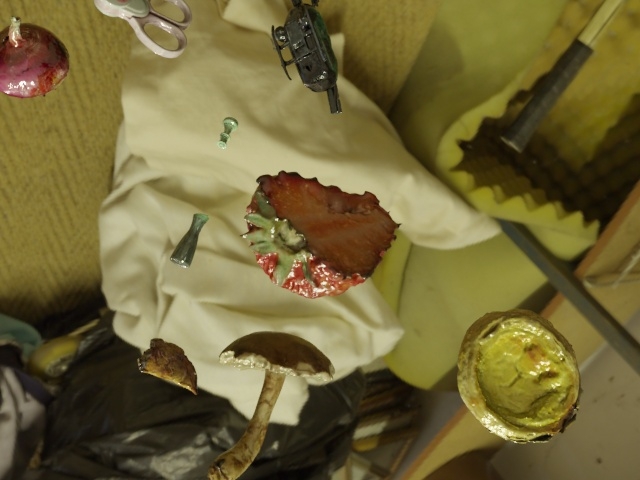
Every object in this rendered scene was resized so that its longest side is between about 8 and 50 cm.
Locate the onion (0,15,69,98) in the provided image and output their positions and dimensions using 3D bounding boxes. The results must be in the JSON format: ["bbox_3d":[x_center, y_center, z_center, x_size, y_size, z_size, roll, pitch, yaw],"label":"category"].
[{"bbox_3d":[-0.526,-0.338,1.196,0.150,0.150,0.140,-19,164,-21],"label":"onion"}]

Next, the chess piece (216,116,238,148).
[{"bbox_3d":[-0.242,-0.271,1.724,0.042,0.093,0.042,11,145,8],"label":"chess piece"}]

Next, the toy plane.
[{"bbox_3d":[-0.034,-0.461,1.443,0.106,0.382,0.155,-23,176,29],"label":"toy plane"}]

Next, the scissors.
[{"bbox_3d":[-0.311,-0.363,1.016,0.242,0.118,0.030,20,148,-29],"label":"scissors"}]

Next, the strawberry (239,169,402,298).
[{"bbox_3d":[-0.016,-0.008,1.190,0.150,0.253,0.280,-56,174,32],"label":"strawberry"}]

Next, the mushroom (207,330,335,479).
[{"bbox_3d":[-0.125,0.309,1.336,0.302,0.208,0.233,-51,148,0],"label":"mushroom"}]

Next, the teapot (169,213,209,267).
[{"bbox_3d":[-0.255,-0.003,1.329,0.111,0.042,0.043,-68,150,-21],"label":"teapot"}]

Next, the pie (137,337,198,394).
[{"bbox_3d":[-0.299,0.243,1.338,0.034,0.092,0.170,-21,146,24],"label":"pie"}]

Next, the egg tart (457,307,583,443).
[{"bbox_3d":[0.406,0.279,1.396,0.278,0.279,0.095,-26,171,-13],"label":"egg tart"}]
